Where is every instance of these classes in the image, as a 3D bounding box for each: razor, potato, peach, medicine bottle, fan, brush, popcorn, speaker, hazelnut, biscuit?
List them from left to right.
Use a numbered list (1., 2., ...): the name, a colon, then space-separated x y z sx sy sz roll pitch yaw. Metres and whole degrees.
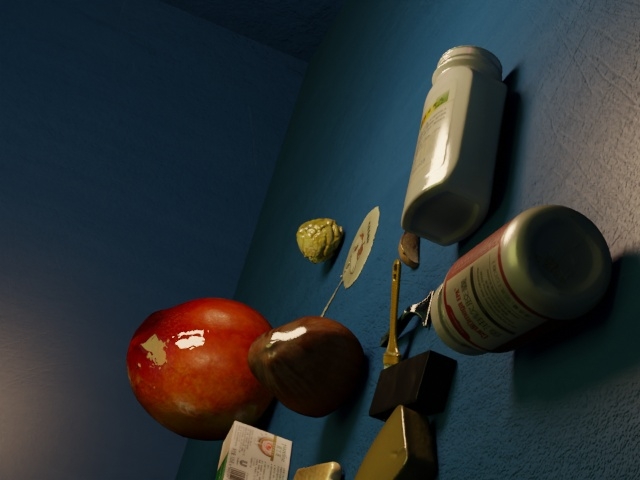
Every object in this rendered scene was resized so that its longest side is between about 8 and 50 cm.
1. peach: -0.284 0.309 2.748 0.388 0.388 0.388 -159 90 -80
2. hazelnut: -0.026 0.234 2.061 0.210 0.210 0.186 -155 48 -80
3. biscuit: -0.023 0.477 2.002 0.250 0.030 0.160 137 152 -67
4. popcorn: 0.000 0.000 2.668 0.121 0.116 0.106 -11 85 31
5. fan: 0.056 0.066 2.478 0.190 0.009 0.329 -84 19 -54
6. brush: 0.098 0.339 1.591 0.123 0.059 0.197 -90 23 -56
7. brush: 0.121 0.139 1.848 0.082 0.010 0.218 167 107 -77
8. razor: 0.135 0.139 1.868 0.190 0.033 0.066 129 160 -60
9. potato: 0.154 0.019 2.006 0.093 0.037 0.036 -83 13 -51
10. speaker: 0.133 0.223 1.680 0.218 0.044 0.082 137 152 -68
11. medicine bottle: 0.220 -0.163 1.803 0.179 0.124 0.324 126 161 -53
12. medicine bottle: 0.224 0.055 1.311 0.250 0.131 0.131 134 155 -63

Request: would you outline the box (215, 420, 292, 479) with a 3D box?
1. box: -0.140 0.481 2.302 0.199 0.135 0.081 -80 15 -51
